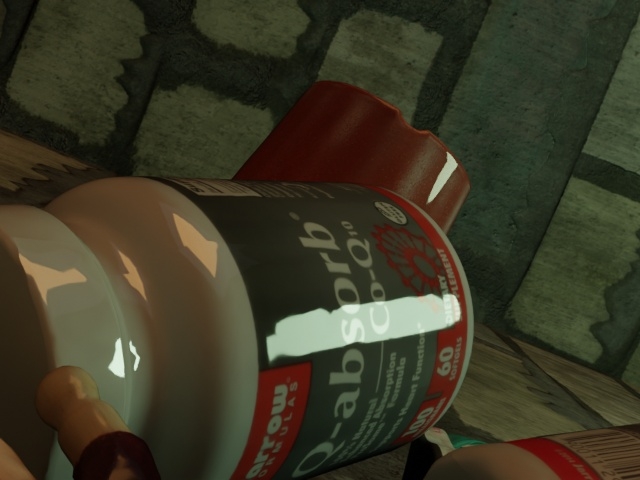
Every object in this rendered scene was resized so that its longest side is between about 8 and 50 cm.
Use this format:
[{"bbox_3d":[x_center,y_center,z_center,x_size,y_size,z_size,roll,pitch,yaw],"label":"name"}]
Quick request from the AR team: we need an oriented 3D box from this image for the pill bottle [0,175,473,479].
[{"bbox_3d":[-0.074,0.065,0.647,0.210,0.210,0.362,26,18,34],"label":"pill bottle"}]

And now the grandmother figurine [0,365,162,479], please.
[{"bbox_3d":[-0.131,0.120,0.359,0.342,0.208,0.104,32,-37,8],"label":"grandmother figurine"}]

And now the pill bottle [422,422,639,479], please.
[{"bbox_3d":[0.220,0.179,0.526,0.318,0.177,0.176,-2,15,-21],"label":"pill bottle"}]

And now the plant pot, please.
[{"bbox_3d":[0.000,0.000,1.022,0.272,0.265,0.272,32,-11,7],"label":"plant pot"}]

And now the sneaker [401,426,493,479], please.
[{"bbox_3d":[0.149,0.217,0.715,0.178,0.124,0.295,13,4,2],"label":"sneaker"}]
